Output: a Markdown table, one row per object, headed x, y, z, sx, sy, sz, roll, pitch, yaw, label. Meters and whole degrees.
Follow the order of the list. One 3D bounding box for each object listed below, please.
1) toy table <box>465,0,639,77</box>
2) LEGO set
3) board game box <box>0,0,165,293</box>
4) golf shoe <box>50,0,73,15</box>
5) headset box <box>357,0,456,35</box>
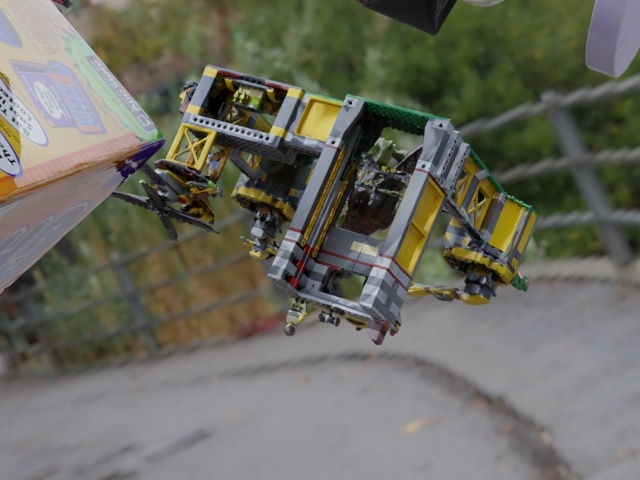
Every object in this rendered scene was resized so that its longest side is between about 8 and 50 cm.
| x | y | z | sx | sy | sz | roll | pitch | yaw | label |
| --- | --- | --- | --- | --- | --- | --- | --- | --- | --- |
| 0.230 | -0.298 | 1.652 | 0.274 | 0.161 | 0.252 | -66 | -17 | -3 | toy table |
| 0.000 | 0.000 | 1.592 | 0.192 | 0.331 | 0.255 | -66 | -21 | -13 | LEGO set |
| -0.392 | -0.071 | 1.317 | 0.356 | 0.356 | 0.356 | -40 | -1 | 15 | board game box |
| -0.303 | -0.247 | 1.818 | 0.067 | 0.086 | 0.186 | 21 | 11 | 42 | golf shoe |
| 0.015 | -0.322 | 1.435 | 0.110 | 0.293 | 0.218 | 13 | -67 | -56 | headset box |
